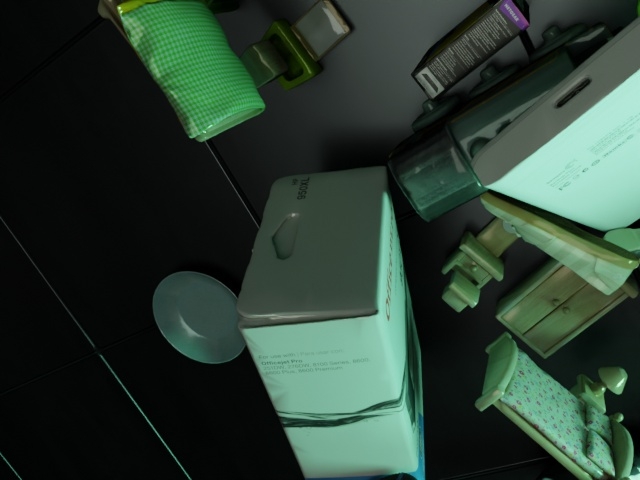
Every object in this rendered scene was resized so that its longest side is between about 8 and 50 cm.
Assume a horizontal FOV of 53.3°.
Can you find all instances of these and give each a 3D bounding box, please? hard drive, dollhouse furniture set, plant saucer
[{"bbox_3d":[0.350,-0.110,0.708,0.233,0.353,0.047,-42,57,30],"label":"hard drive"},{"bbox_3d":[-0.091,-0.274,0.785,0.151,0.301,0.197,-33,97,32],"label":"dollhouse furniture set"},{"bbox_3d":[0.298,0.134,0.812,0.303,0.355,0.174,40,120,-1],"label":"dollhouse furniture set"},{"bbox_3d":[-0.215,0.136,1.177,0.195,0.037,0.195,8,117,16],"label":"plant saucer"}]

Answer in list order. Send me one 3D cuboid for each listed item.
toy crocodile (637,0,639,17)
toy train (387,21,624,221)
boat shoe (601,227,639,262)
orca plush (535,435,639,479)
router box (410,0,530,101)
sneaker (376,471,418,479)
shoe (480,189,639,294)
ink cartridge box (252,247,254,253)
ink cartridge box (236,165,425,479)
[{"bbox_3d":[0.350,-0.335,0.697,0.340,0.115,0.105,37,140,-2],"label":"toy crocodile"},{"bbox_3d":[0.235,-0.146,0.796,0.334,0.190,0.142,-28,103,28],"label":"toy train"},{"bbox_3d":[0.441,0.009,0.869,0.137,0.049,0.043,-2,147,-7],"label":"boat shoe"},{"bbox_3d":[0.455,0.335,1.001,0.287,0.151,0.102,-35,68,32],"label":"orca plush"},{"bbox_3d":[0.186,-0.245,0.774,0.133,0.179,0.046,-36,101,28],"label":"router box"},{"bbox_3d":[0.052,0.374,0.837,0.211,0.080,0.081,-22,125,24],"label":"sneaker"},{"bbox_3d":[0.302,-0.005,0.842,0.219,0.076,0.058,33,120,22],"label":"shoe"},{"bbox_3d":[0.000,0.000,1.020,0.198,0.067,0.115,-32,101,27],"label":"ink cartridge box"},{"bbox_3d":[0.040,0.139,0.880,0.166,0.285,0.395,-7,129,12],"label":"ink cartridge box"}]
